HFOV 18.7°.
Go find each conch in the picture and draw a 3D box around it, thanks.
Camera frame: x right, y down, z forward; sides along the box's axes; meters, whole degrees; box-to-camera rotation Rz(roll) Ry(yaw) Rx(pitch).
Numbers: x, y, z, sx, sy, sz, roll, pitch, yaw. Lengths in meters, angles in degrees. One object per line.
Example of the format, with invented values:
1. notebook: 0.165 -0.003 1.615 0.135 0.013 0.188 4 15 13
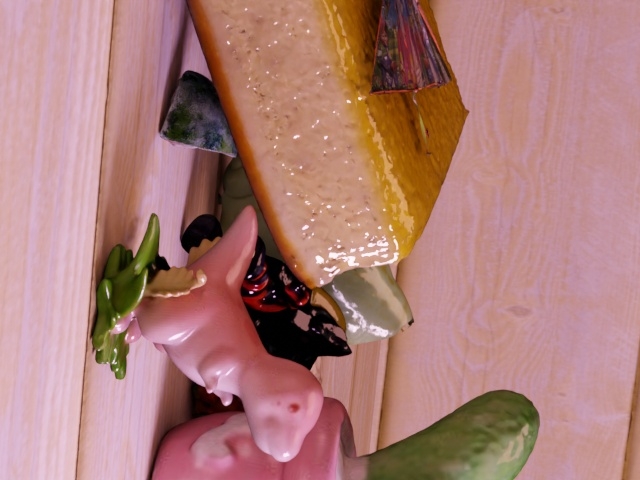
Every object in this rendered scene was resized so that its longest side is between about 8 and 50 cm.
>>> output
1. conch: -0.019 0.000 1.963 0.143 0.137 0.250 -30 116 -27

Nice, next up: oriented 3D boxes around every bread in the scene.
1. bread: 0.009 -0.172 1.746 0.323 0.143 0.333 -62 135 -63

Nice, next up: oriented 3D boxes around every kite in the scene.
1. kite: 0.071 -0.162 1.681 0.241 0.014 0.183 -33 112 -69

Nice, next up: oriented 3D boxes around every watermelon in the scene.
1. watermelon: -0.112 -0.104 1.674 0.061 0.085 0.085 -37 -153 38

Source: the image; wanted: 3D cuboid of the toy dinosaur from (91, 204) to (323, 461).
1. toy dinosaur: -0.081 0.064 1.512 0.152 0.177 0.194 81 15 -68

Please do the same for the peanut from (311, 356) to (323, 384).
1. peanut: -0.034 0.123 2.313 0.104 0.086 0.228 -34 133 -68

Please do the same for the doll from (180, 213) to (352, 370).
1. doll: -0.043 0.057 1.858 0.127 0.088 0.248 51 0 39

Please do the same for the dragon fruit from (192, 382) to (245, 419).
1. dragon fruit: -0.079 0.158 1.958 0.142 0.175 0.138 -40 136 -33

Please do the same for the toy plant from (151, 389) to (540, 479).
1. toy plant: 0.025 0.266 1.782 0.317 0.356 0.210 -77 168 -57
